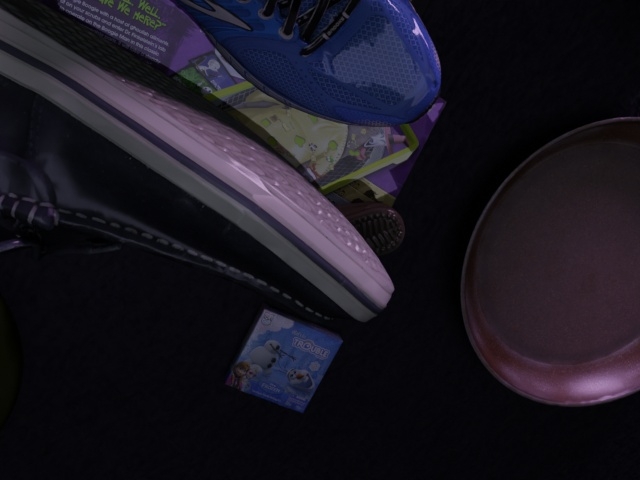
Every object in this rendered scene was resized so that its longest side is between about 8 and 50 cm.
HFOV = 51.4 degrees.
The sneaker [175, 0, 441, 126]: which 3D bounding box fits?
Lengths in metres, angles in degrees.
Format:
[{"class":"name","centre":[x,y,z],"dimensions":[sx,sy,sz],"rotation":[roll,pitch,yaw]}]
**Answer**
[{"class":"sneaker","centre":[-0.050,-0.176,0.420],"dimensions":[0.330,0.147,0.129],"rotation":[34,104,-21]}]

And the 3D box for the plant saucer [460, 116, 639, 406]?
[{"class":"plant saucer","centre":[0.284,0.026,0.690],"dimensions":[0.311,0.050,0.310],"rotation":[-3,107,-10]}]

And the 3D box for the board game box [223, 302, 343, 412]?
[{"class":"board game box","centre":[-0.038,0.120,0.671],"dimensions":[0.090,0.020,0.090],"rotation":[24,100,-17]}]

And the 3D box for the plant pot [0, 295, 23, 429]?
[{"class":"plant pot","centre":[-0.390,0.152,0.466],"dimensions":[0.275,0.293,0.274],"rotation":[-3,108,-10]}]

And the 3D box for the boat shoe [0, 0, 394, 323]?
[{"class":"boat shoe","centre":[-0.180,-0.060,0.456],"dimensions":[0.500,0.187,0.156],"rotation":[28,102,-12]}]

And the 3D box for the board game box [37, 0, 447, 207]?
[{"class":"board game box","centre":[-0.086,-0.104,0.576],"dimensions":[0.347,0.056,0.208],"rotation":[23,106,-17]}]

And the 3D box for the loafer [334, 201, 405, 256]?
[{"class":"loafer","centre":[0.000,0.000,0.580],"dimensions":[0.148,0.050,0.056],"rotation":[-9,107,8]}]

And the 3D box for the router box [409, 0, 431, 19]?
[{"class":"router box","centre":[0.022,-0.335,0.503],"dimensions":[0.243,0.081,0.308],"rotation":[23,102,-17]}]
